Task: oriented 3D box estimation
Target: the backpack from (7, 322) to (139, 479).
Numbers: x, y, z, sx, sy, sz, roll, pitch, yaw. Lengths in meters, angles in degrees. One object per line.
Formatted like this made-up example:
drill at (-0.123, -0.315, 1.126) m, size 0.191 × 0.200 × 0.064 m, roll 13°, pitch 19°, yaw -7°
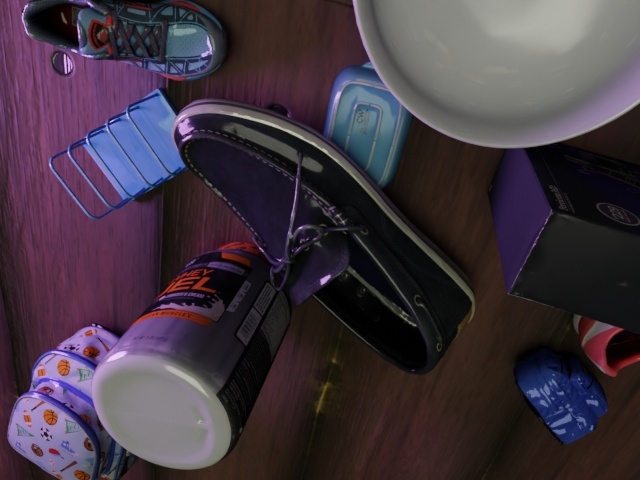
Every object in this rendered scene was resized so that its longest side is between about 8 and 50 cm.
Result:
backpack at (-0.435, 0.305, 0.956) m, size 0.277 × 0.213 × 0.263 m, roll 26°, pitch 110°, yaw 3°

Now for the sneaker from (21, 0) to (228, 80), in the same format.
sneaker at (-0.251, -0.256, 0.649) m, size 0.262 × 0.125 × 0.104 m, roll 12°, pitch 121°, yaw 8°

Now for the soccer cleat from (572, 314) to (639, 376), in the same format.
soccer cleat at (0.493, 0.077, 0.651) m, size 0.318 × 0.116 × 0.108 m, roll -33°, pitch 105°, yaw 27°

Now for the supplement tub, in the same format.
supplement tub at (-0.156, 0.138, 0.726) m, size 0.194 × 0.316 × 0.193 m, roll 5°, pitch 117°, yaw 11°

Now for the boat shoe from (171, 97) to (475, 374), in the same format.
boat shoe at (0.000, 0.000, 0.689) m, size 0.500 × 0.156 × 0.187 m, roll 39°, pitch 142°, yaw -9°

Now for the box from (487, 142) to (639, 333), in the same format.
box at (0.299, -0.020, 0.563) m, size 0.185 × 0.261 × 0.103 m, roll 15°, pitch 120°, yaw 5°

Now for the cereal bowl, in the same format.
cereal bowl at (0.203, -0.274, 0.512) m, size 0.340 × 0.141 × 0.338 m, roll 4°, pitch 123°, yaw 7°

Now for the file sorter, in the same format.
file sorter at (-0.282, -0.120, 0.742) m, size 0.170 × 0.104 × 0.118 m, roll -24°, pitch 110°, yaw 23°

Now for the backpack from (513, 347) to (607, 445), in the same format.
backpack at (0.362, 0.223, 0.776) m, size 0.101 × 0.098 × 0.120 m, roll -43°, pitch 88°, yaw 19°

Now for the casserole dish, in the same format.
casserole dish at (0.058, -0.144, 0.687) m, size 0.114 × 0.037 × 0.188 m, roll 15°, pitch 119°, yaw 5°
